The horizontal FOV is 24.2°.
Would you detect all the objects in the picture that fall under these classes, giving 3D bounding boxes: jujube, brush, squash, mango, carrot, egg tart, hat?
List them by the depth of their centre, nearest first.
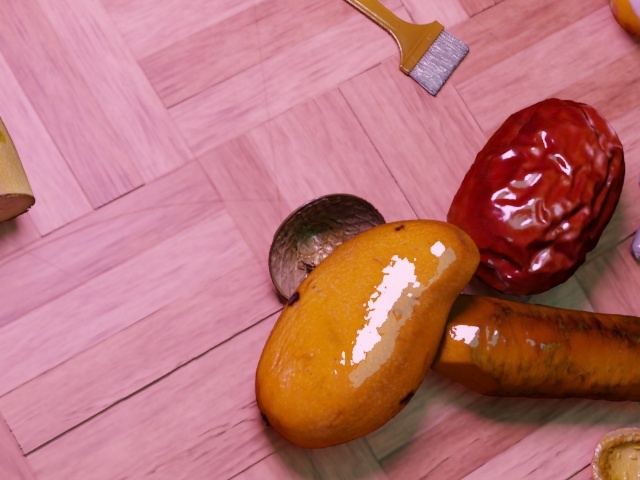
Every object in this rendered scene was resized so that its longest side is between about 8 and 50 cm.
[{"bbox_3d":[-0.386,-0.101,1.590,0.123,0.123,0.187,-18,73,-19],"label":"squash"},{"bbox_3d":[0.049,0.098,1.623,0.177,0.120,0.295,37,80,28],"label":"mango"},{"bbox_3d":[0.000,0.000,1.693,0.146,0.067,0.146,-9,118,-18],"label":"hat"},{"bbox_3d":[0.264,0.127,1.700,0.301,0.114,0.114,7,73,-16],"label":"carrot"},{"bbox_3d":[0.354,0.264,1.720,0.105,0.039,0.105,4,74,-14],"label":"egg tart"},{"bbox_3d":[0.250,-0.050,1.721,0.174,0.174,0.250,34,58,-4],"label":"jujube"},{"bbox_3d":[0.081,-0.268,1.816,0.205,0.011,0.083,38,70,-1],"label":"brush"}]

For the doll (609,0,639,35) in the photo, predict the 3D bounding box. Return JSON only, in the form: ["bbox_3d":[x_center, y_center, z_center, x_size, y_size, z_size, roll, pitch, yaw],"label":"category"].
[{"bbox_3d":[0.394,-0.383,1.857,0.166,0.162,0.270,-34,91,9],"label":"doll"}]

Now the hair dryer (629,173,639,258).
[{"bbox_3d":[0.417,-0.033,1.823,0.082,0.047,0.137,29,75,-6],"label":"hair dryer"}]
